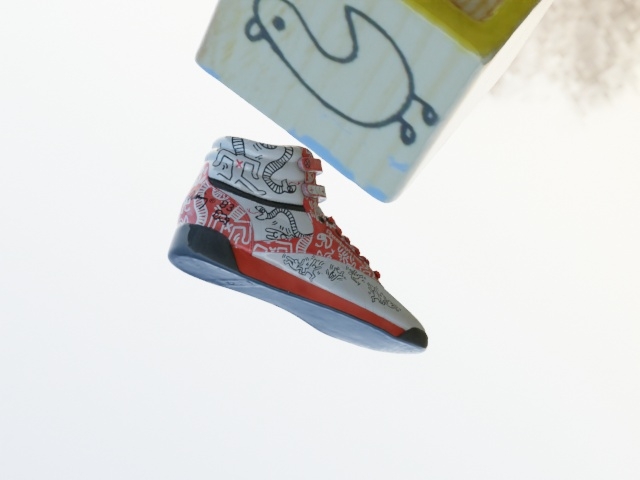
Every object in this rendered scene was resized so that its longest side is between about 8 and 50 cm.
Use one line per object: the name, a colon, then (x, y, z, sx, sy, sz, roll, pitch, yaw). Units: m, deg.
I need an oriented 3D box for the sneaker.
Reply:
sneaker: (0.000, -0.001, 1.680, 0.270, 0.090, 0.145, 24, -110, -18)

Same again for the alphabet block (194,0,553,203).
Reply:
alphabet block: (0.055, -0.181, 1.276, 0.192, 0.197, 0.193, 36, -124, 4)
